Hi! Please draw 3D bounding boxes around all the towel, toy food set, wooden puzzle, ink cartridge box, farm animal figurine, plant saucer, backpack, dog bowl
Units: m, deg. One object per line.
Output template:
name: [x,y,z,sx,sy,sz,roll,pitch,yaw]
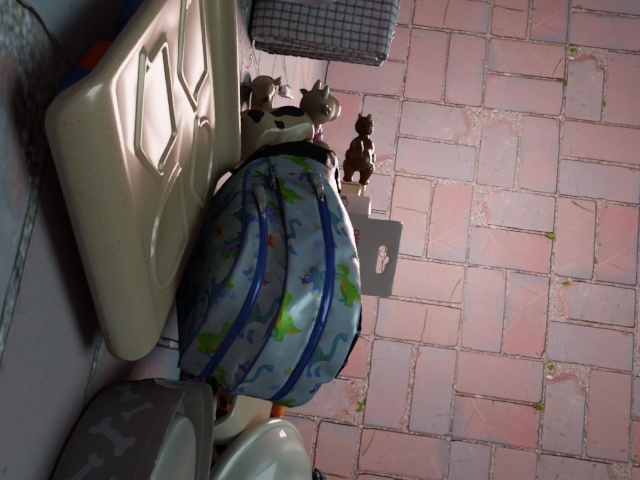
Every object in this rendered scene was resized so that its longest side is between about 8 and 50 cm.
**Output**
towel: [0.018,-0.475,1.300,0.121,0.284,0.235,82,17,-84]
toy food set: [-0.151,0.248,1.214,0.219,0.092,0.306,78,19,-52]
wooden puzzle: [-0.171,-0.103,0.679,0.347,0.081,0.322,-73,171,-45]
ink cartridge box: [0.000,0.000,1.494,0.119,0.354,0.207,-77,174,-64]
farm animal figurine: [-0.058,-0.220,1.229,0.327,0.330,0.172,-35,143,-46]
plant saucer: [-0.101,0.518,1.150,0.400,0.101,0.400,-35,131,-54]
backpack: [-0.073,0.054,0.889,0.290,0.273,0.355,-49,-135,28]
dog bowl: [-0.208,0.317,0.730,0.349,0.102,0.348,8,90,-87]

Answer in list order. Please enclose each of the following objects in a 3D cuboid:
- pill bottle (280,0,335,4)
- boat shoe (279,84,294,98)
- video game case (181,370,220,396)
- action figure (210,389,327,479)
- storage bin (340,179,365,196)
pill bottle: [-0.030,-0.576,1.101,0.181,0.182,0.322,-66,163,-80]
boat shoe: [-0.092,-0.411,1.811,0.100,0.035,0.035,-28,129,-78]
video game case: [-0.197,0.183,1.186,0.232,0.042,0.210,-37,135,-86]
action figure: [-0.138,0.440,1.384,0.179,0.341,0.330,-6,-118,48]
storage bin: [-0.036,-0.021,1.647,0.123,0.262,0.260,-76,174,-57]
